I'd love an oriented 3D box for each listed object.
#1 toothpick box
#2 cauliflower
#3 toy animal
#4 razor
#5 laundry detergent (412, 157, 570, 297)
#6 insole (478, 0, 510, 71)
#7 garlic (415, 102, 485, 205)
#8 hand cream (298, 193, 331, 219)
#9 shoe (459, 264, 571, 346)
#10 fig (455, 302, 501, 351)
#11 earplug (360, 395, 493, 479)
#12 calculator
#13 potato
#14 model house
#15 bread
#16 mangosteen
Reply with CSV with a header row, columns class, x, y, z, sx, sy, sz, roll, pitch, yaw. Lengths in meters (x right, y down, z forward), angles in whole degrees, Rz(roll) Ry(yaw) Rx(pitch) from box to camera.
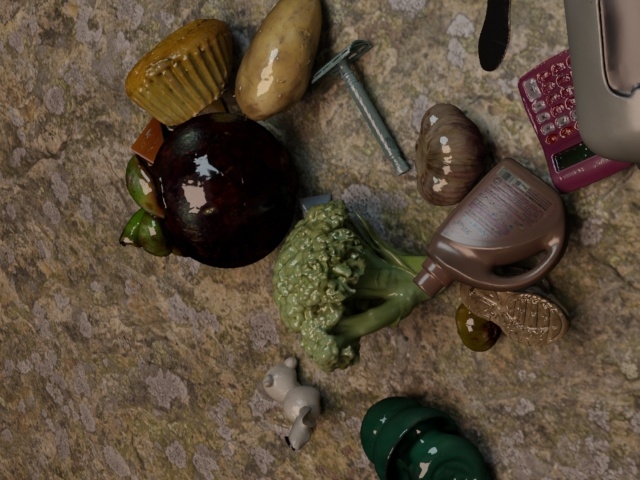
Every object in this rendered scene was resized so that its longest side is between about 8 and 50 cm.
class,x,y,z,sx,sy,sz,roll,pitch,yaw
toothpick box,0.413,-0.230,1.092,0.229,0.229,0.316,2,105,42
cauliflower,0.053,0.082,1.488,0.281,0.326,0.260,21,145,-12
toy animal,-0.052,0.336,1.732,0.181,0.127,0.131,47,123,37
razor,0.085,-0.214,1.496,0.106,0.068,0.231,-31,87,44
laundry detergent,0.258,0.010,1.300,0.237,0.076,0.171,-48,60,1
insole,0.264,-0.331,1.327,0.053,0.002,0.152,16,113,39
garlic,0.202,-0.128,1.367,0.147,0.102,0.159,129,142,-71
hand cream,0.000,0.000,1.634,0.043,0.065,0.170,-150,51,-71
shoe,0.308,0.092,1.354,0.180,0.092,0.089,27,123,31
fig,0.249,0.130,1.431,0.098,0.082,0.084,26,155,52
earplug,0.185,0.395,1.537,0.280,0.164,0.257,41,164,40
calculator,0.365,-0.174,1.261,0.127,0.034,0.190,-26,78,44
potato,-0.066,-0.317,1.538,0.161,0.128,0.234,-14,56,63
model house,-0.301,-0.201,1.790,0.219,0.136,0.207,31,123,33
bread,-0.256,-0.324,1.667,0.240,0.240,0.139,-20,117,44
mangosteen,-0.191,-0.084,1.607,0.311,0.311,0.311,14,111,39
